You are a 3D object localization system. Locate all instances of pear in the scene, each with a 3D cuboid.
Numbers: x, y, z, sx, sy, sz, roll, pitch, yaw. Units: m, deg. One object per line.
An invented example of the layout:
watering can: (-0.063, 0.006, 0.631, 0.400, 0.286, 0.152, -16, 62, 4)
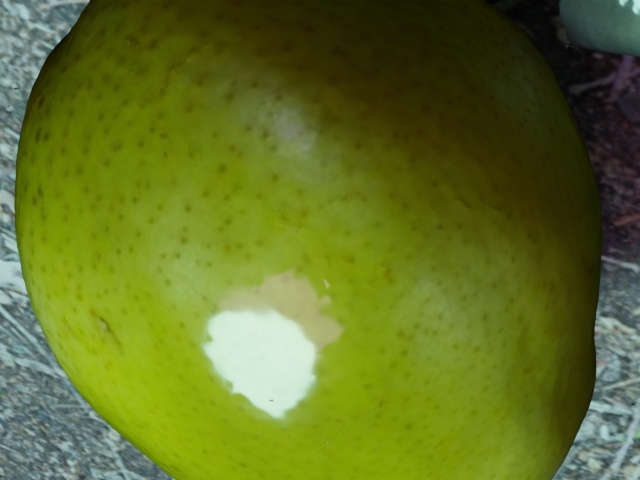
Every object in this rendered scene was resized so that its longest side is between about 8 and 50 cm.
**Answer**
pear: (0.000, 0.000, 1.075, 0.362, 0.362, 0.418, -22, 108, 40)

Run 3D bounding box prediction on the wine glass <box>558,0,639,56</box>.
wine glass: (0.253, -0.163, 0.960, 0.241, 0.126, 0.126, 0, 134, 25)
